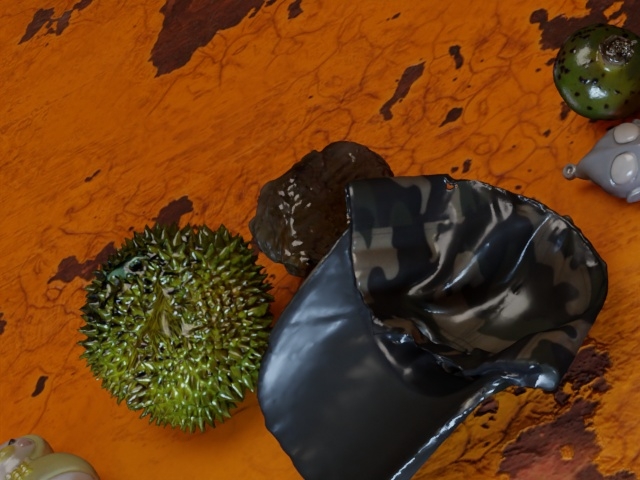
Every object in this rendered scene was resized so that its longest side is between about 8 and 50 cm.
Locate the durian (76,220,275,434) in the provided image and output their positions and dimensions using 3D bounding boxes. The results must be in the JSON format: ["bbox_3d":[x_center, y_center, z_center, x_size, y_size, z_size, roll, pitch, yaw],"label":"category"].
[{"bbox_3d":[-0.180,0.096,2.139,0.291,0.224,0.291,-25,39,22],"label":"durian"}]

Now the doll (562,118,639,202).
[{"bbox_3d":[0.374,-0.093,1.943,0.227,0.075,0.102,-6,63,41],"label":"doll"}]

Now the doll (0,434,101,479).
[{"bbox_3d":[-0.369,0.317,2.180,0.141,0.117,0.296,-47,36,-12],"label":"doll"}]

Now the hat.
[{"bbox_3d":[0.124,0.130,1.921,0.366,0.257,0.381,54,131,39],"label":"hat"}]

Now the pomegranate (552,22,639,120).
[{"bbox_3d":[0.344,-0.208,2.043,0.130,0.130,0.130,-25,39,22],"label":"pomegranate"}]

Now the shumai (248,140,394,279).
[{"bbox_3d":[0.004,-0.001,2.160,0.185,0.184,0.218,124,150,-49],"label":"shumai"}]
